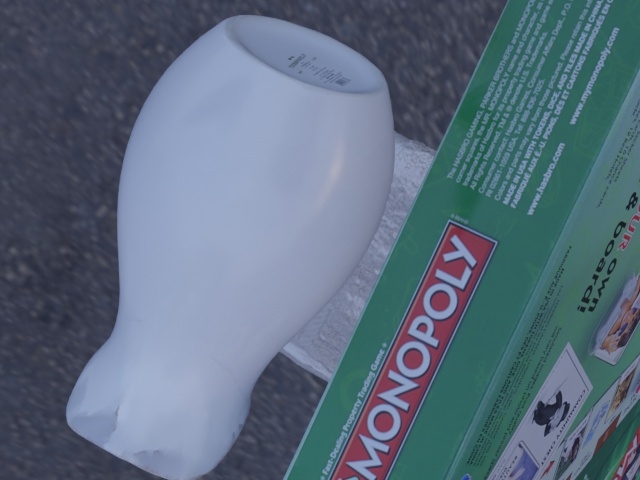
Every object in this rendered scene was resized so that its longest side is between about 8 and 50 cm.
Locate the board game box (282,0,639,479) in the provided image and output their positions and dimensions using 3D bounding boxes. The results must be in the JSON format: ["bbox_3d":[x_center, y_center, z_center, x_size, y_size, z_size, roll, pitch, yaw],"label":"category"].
[{"bbox_3d":[0.112,-0.040,0.565,0.046,0.213,0.317,27,93,27],"label":"board game box"}]

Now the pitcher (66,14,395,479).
[{"bbox_3d":[-0.038,-0.008,0.923,0.125,0.178,0.207,24,114,4],"label":"pitcher"}]

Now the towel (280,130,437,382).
[{"bbox_3d":[0.000,0.000,1.538,0.187,0.282,0.049,30,45,7],"label":"towel"}]
